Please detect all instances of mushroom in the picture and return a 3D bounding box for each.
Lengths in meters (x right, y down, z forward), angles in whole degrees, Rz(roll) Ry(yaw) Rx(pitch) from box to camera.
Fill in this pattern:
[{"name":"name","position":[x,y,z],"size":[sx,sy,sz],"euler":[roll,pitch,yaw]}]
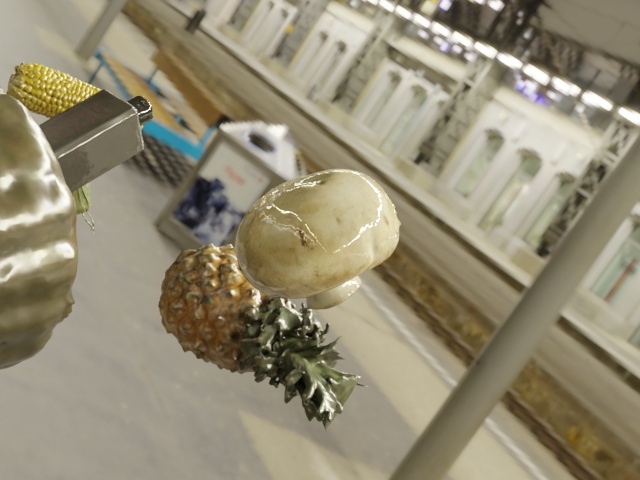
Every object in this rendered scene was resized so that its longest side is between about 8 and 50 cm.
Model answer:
[{"name":"mushroom","position":[0.000,0.000,1.064],"size":[0.127,0.166,0.166],"euler":[62,-1,-17]}]

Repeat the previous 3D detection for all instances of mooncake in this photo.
[{"name":"mooncake","position":[-0.284,-0.002,0.789],"size":[0.228,0.228,0.124],"euler":[38,35,27]}]

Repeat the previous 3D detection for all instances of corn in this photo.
[{"name":"corn","position":[-0.459,-0.255,2.061],"size":[0.260,0.091,0.091],"euler":[22,12,-13]}]

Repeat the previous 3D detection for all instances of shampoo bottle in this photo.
[{"name":"shampoo bottle","position":[-0.333,-0.126,1.492],"size":[0.080,0.246,0.079],"euler":[33,-36,31]}]

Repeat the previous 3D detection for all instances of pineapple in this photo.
[{"name":"pineapple","position":[-0.065,0.123,1.394],"size":[0.169,0.169,0.340],"euler":[27,2,-45]}]

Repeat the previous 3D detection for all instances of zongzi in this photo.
[{"name":"zongzi","position":[-0.384,-0.088,1.729],"size":[0.062,0.154,0.130],"euler":[-11,-5,-27]}]
